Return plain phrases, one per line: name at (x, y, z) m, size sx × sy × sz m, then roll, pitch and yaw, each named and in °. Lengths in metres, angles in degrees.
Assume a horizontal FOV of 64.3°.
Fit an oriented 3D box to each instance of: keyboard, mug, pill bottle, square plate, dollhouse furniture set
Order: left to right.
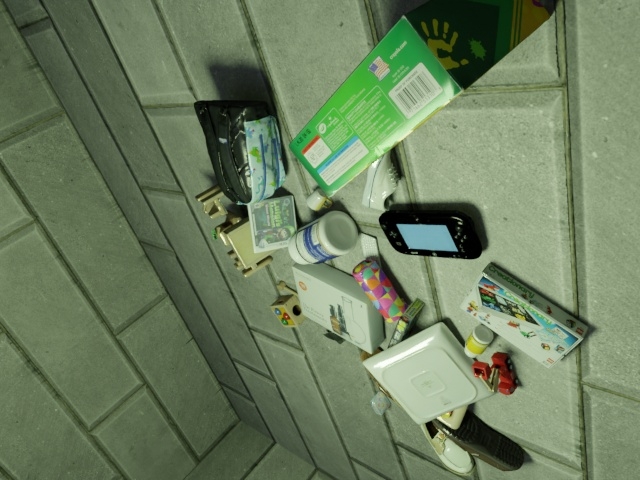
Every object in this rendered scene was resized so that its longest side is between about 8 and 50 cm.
dollhouse furniture set at (-0.279, -0.062, 2.059) m, size 0.362 × 0.256 × 0.394 m, roll 64°, pitch 165°, yaw -21°
mug at (-0.001, -0.147, 1.749) m, size 0.064 × 0.078 × 0.062 m, roll -46°, pitch 54°, yaw 48°
pill bottle at (0.000, 0.000, 1.795) m, size 0.153 × 0.153 × 0.264 m, roll 54°, pitch 147°, yaw -8°
keyboard at (0.184, 0.084, 1.794) m, size 0.072 × 0.014 × 0.256 m, roll 18°, pitch 136°, yaw 37°
square plate at (0.379, 0.486, 1.779) m, size 0.347 × 0.049 × 0.344 m, roll -34°, pitch 103°, yaw 28°
pill bottle at (0.502, 0.327, 1.627) m, size 0.065 × 0.065 × 0.116 m, roll 34°, pitch 144°, yaw 21°

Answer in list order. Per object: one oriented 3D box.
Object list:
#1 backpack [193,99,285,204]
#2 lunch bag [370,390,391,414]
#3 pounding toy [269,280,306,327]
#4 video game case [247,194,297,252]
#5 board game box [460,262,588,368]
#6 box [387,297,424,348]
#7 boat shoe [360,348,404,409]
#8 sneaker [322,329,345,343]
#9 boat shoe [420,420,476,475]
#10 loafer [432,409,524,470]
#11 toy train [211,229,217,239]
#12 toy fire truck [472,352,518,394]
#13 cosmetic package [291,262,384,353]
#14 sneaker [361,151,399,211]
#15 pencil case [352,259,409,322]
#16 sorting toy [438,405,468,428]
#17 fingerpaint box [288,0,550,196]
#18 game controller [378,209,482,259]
backpack at (-0.259, -0.296, 1.738) m, size 0.290 × 0.273 × 0.356 m, roll 13°, pitch 111°, yaw 39°
lunch bag at (0.266, 0.731, 2.298) m, size 0.053 × 0.071 × 0.083 m, roll -5°, pitch 122°, yaw 55°
pounding toy at (-0.153, 0.293, 2.316) m, size 0.181 × 0.094 × 0.206 m, roll -15°, pitch 113°, yaw 54°
video game case at (-0.173, -0.061, 1.873) m, size 0.022 × 0.173 × 0.191 m, roll -154°, pitch 55°, yaw -64°
board game box at (0.568, 0.218, 1.453) m, size 0.305 × 0.053 × 0.193 m, roll 36°, pitch 145°, yaw 19°
box at (0.299, 0.303, 1.792) m, size 0.036 × 0.114 × 0.207 m, roll 34°, pitch 144°, yaw 21°
boat shoe at (0.292, 0.579, 2.090) m, size 0.342 × 0.123 × 0.123 m, roll 42°, pitch 160°, yaw 10°
sneaker at (0.073, 0.400, 2.204) m, size 0.089 × 0.051 × 0.170 m, roll 40°, pitch 149°, yaw 5°
boat shoe at (0.485, 0.793, 2.002) m, size 0.302 × 0.113 × 0.103 m, roll 34°, pitch 155°, yaw 59°
loafer at (0.568, 0.753, 1.916) m, size 0.366 × 0.134 × 0.130 m, roll 32°, pitch 143°, yaw 23°
toy train at (-0.447, -0.024, 2.148) m, size 0.083 × 0.017 × 0.024 m, roll 110°, pitch 136°, yaw -72°
toy fire truck at (0.555, 0.430, 1.606) m, size 0.047 × 0.135 × 0.192 m, roll -1°, pitch 123°, yaw 49°
cosmetic package at (0.069, 0.248, 2.012) m, size 0.377 × 0.097 × 0.285 m, roll 24°, pitch 137°, yaw 36°
sneaker at (0.186, -0.188, 1.470) m, size 0.091 × 0.094 × 0.258 m, roll 19°, pitch 144°, yaw 10°
pencil case at (0.208, 0.172, 1.764) m, size 0.236 × 0.104 × 0.104 m, roll 53°, pitch 147°, yaw -15°
sorting toy at (0.443, 0.570, 1.885) m, size 0.208 × 0.038 × 0.193 m, roll 25°, pitch 108°, yaw 29°
fingerpaint box at (0.184, -0.325, 1.060) m, size 0.163 × 0.371 × 0.445 m, roll 51°, pitch 147°, yaw -4°
game controller at (0.317, -0.017, 1.494) m, size 0.319 × 0.067 × 0.167 m, roll 4°, pitch 126°, yaw 48°
